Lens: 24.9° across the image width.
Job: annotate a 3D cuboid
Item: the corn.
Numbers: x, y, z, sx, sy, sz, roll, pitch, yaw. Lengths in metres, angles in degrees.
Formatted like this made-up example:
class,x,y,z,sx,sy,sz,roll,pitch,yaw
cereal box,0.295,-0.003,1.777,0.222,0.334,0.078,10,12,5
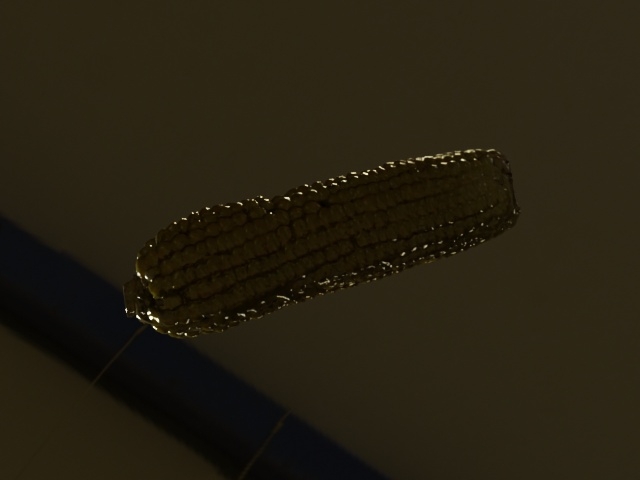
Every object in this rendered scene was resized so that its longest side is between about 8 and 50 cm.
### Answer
class,x,y,z,sx,sy,sz,roll,pitch,yaw
corn,0.000,0.000,1.123,0.320,0.097,0.097,-16,-101,-4
